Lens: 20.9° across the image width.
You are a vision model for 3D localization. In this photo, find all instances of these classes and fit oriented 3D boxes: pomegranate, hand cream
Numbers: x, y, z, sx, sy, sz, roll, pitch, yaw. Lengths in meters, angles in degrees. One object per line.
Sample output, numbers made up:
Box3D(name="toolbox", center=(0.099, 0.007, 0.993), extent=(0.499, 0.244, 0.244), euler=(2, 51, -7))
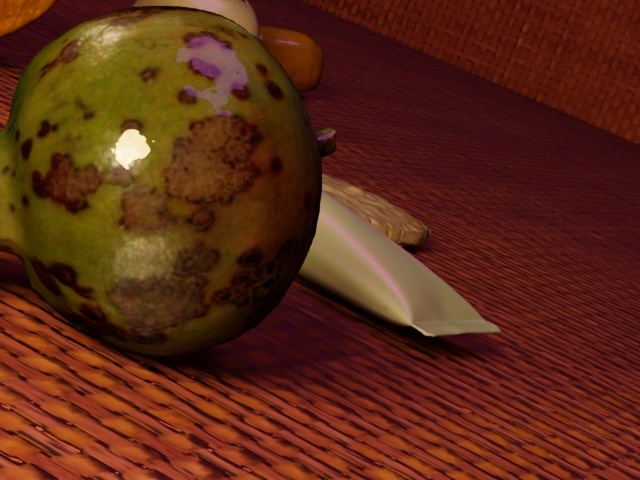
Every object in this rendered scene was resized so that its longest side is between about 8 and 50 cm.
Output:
Box3D(name="pomegranate", center=(-0.080, -0.028, 0.665), extent=(0.169, 0.148, 0.148), euler=(9, 15, -28))
Box3D(name="hand cream", center=(0.000, 0.000, 0.926), extent=(0.205, 0.050, 0.078), euler=(33, 15, 30))

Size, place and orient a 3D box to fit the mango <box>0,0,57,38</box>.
Box3D(name="mango", center=(-0.292, -0.210, 1.135), extent=(0.191, 0.160, 0.290), euler=(32, 23, 19))

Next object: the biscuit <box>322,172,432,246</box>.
Box3D(name="biscuit", center=(0.002, -0.030, 1.155), extent=(0.152, 0.020, 0.152), euler=(22, 10, -4))

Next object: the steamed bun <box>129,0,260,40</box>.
Box3D(name="steamed bun", center=(-0.113, -0.188, 1.535), extent=(0.112, 0.091, 0.130), euler=(11, 15, -40))

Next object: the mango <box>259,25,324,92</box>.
Box3D(name="mango", center=(-0.047, -0.185, 1.739), extent=(0.080, 0.060, 0.114), euler=(27, 15, 40))
